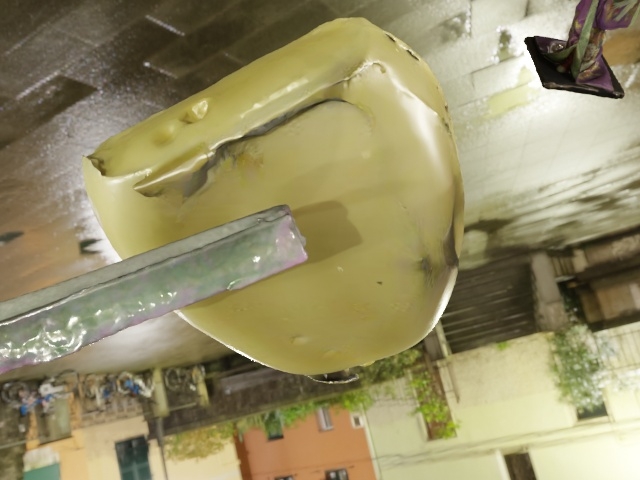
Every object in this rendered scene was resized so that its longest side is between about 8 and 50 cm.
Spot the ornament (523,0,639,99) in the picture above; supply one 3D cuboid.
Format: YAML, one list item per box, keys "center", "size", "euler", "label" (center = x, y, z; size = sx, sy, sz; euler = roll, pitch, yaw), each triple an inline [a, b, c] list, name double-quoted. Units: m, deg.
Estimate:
- center: [0.250, -0.211, 0.519]
  size: [0.088, 0.081, 0.203]
  euler: [6, 146, -11]
  label: "ornament"

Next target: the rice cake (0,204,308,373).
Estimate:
- center: [-0.106, 0.028, 0.346]
  size: [0.206, 0.036, 0.047]
  euler: [-21, -171, -6]
  label: "rice cake"

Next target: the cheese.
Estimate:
- center: [0.000, 0.000, 0.506]
  size: [0.259, 0.128, 0.316]
  euler: [-23, 128, 14]
  label: "cheese"
